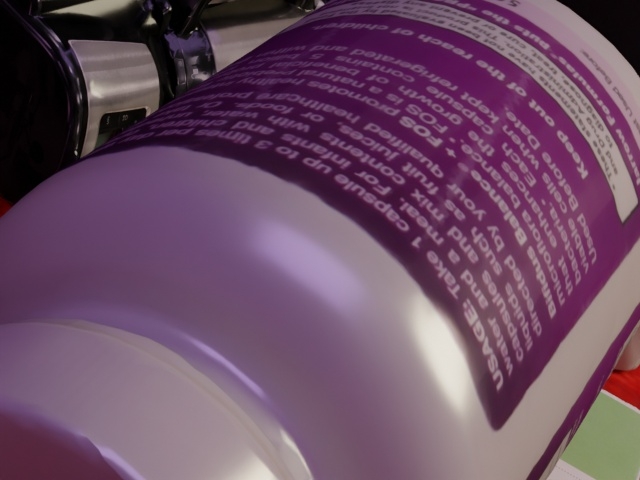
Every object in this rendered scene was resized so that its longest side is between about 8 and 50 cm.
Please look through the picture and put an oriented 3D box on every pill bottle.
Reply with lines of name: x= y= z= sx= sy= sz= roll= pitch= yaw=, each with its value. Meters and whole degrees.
pill bottle: x=-0.008 y=0.033 z=0.509 sx=0.169 sy=0.169 sz=0.301 roll=33 pitch=33 yaw=10

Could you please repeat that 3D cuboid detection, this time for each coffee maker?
coffee maker: x=-0.096 y=-0.091 z=0.785 sx=0.178 sy=0.120 sz=0.171 roll=-11 pitch=25 yaw=-43

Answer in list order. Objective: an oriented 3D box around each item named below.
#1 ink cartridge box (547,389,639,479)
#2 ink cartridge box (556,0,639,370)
ink cartridge box: x=0.023 y=0.107 z=0.633 sx=0.171 sy=0.056 sz=0.235 roll=29 pitch=33 yaw=4
ink cartridge box: x=0.132 y=-0.105 z=0.888 sx=0.065 sy=0.165 sz=0.332 roll=12 pitch=36 yaw=-18
